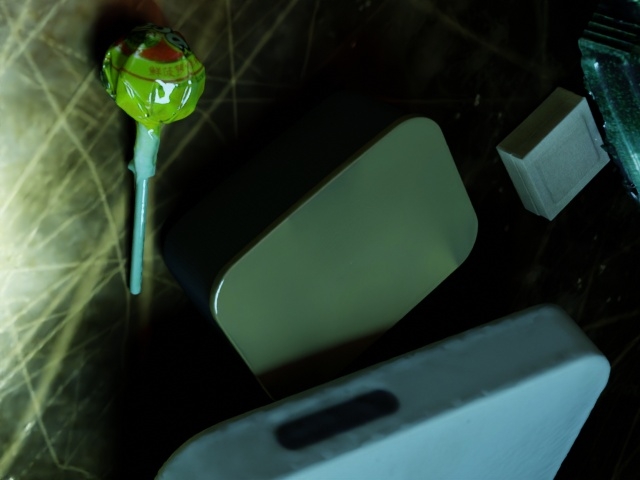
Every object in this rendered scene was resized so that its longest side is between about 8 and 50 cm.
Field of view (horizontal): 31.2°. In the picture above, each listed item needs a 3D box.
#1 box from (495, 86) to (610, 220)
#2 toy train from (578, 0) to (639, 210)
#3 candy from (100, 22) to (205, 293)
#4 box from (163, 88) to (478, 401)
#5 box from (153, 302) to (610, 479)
[{"bbox_3d":[0.197,-0.071,0.959,0.079,0.035,0.083,-43,132,-12],"label":"box"},{"bbox_3d":[0.336,-0.097,0.940,0.330,0.178,0.138,51,61,-42],"label":"toy train"},{"bbox_3d":[-0.113,-0.045,0.734,0.058,0.062,0.194,-67,170,-58],"label":"candy"},{"bbox_3d":[0.000,0.000,0.809,0.201,0.090,0.144,-42,132,-12],"label":"box"},{"bbox_3d":[0.027,0.230,0.906,0.367,0.090,0.373,-15,140,-30],"label":"box"}]
